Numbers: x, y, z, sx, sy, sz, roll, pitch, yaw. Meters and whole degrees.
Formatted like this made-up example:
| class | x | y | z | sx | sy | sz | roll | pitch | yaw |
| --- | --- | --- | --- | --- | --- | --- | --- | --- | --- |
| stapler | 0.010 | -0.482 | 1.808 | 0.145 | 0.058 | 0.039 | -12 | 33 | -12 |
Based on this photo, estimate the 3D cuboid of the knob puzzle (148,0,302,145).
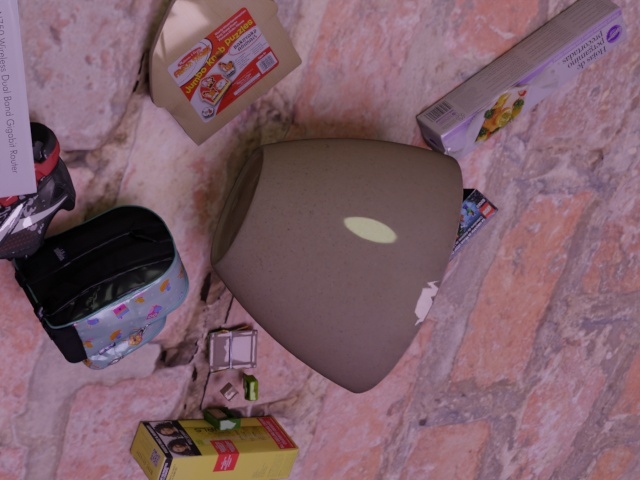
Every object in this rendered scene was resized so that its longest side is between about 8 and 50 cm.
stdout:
| class | x | y | z | sx | sy | sz | roll | pitch | yaw |
| --- | --- | --- | --- | --- | --- | --- | --- | --- | --- |
| knob puzzle | -0.132 | -0.231 | 1.818 | 0.213 | 0.030 | 0.213 | -19 | 131 | -24 |

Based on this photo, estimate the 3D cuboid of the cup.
| class | x | y | z | sx | sy | sz | roll | pitch | yaw |
| --- | --- | --- | --- | --- | --- | --- | --- | --- | --- |
| cup | 0.000 | 0.000 | 1.917 | 0.237 | 0.331 | 0.331 | 23 | 108 | -15 |

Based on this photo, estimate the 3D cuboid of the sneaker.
| class | x | y | z | sx | sy | sz | roll | pitch | yaw |
| --- | --- | --- | --- | --- | --- | --- | --- | --- | --- |
| sneaker | -0.396 | -0.011 | 1.736 | 0.276 | 0.097 | 0.135 | -39 | 134 | -9 |

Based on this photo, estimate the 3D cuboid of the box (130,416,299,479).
| class | x | y | z | sx | sy | sz | roll | pitch | yaw |
| --- | --- | --- | --- | --- | --- | --- | --- | --- | --- |
| box | -0.149 | 0.302 | 2.157 | 0.232 | 0.087 | 0.058 | 4 | 119 | -37 |

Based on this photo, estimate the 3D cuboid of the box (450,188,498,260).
| class | x | y | z | sx | sy | sz | roll | pitch | yaw |
| --- | --- | --- | --- | --- | --- | --- | --- | --- | --- |
| box | 0.166 | -0.001 | 2.090 | 0.159 | 0.044 | 0.233 | -46 | -179 | 2 |

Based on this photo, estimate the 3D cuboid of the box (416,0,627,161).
| class | x | y | z | sx | sy | sz | roll | pitch | yaw |
| --- | --- | --- | --- | --- | --- | --- | --- | --- | --- |
| box | 0.283 | -0.227 | 2.102 | 0.324 | 0.067 | 0.063 | -37 | 136 | -10 |

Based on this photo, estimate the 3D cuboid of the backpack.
| class | x | y | z | sx | sy | sz | roll | pitch | yaw |
| --- | --- | --- | --- | --- | --- | --- | --- | --- | --- |
| backpack | -0.255 | 0.052 | 1.837 | 0.188 | 0.166 | 0.144 | -33 | 137 | -7 |

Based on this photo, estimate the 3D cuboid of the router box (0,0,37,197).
| class | x | y | z | sx | sy | sz | roll | pitch | yaw |
| --- | --- | --- | --- | --- | --- | --- | --- | --- | --- |
| router box | -0.455 | -0.185 | 1.522 | 0.301 | 0.082 | 0.335 | -9 | 124 | -16 |

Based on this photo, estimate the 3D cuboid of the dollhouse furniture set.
| class | x | y | z | sx | sy | sz | roll | pitch | yaw |
| --- | --- | --- | --- | --- | --- | --- | --- | --- | --- |
| dollhouse furniture set | -0.132 | 0.189 | 2.133 | 0.076 | 0.058 | 0.151 | -4 | 104 | -26 |
